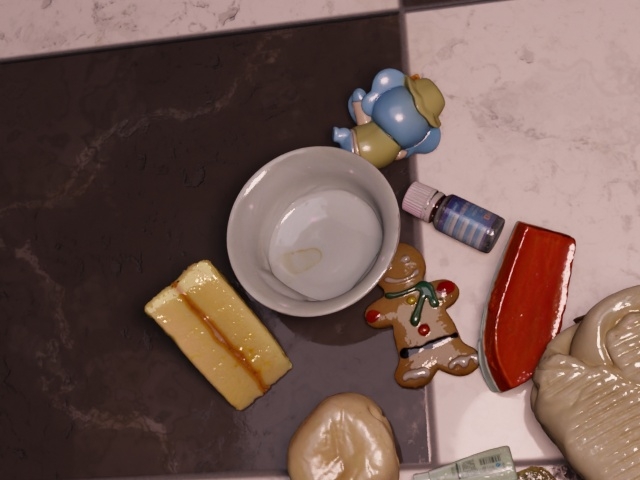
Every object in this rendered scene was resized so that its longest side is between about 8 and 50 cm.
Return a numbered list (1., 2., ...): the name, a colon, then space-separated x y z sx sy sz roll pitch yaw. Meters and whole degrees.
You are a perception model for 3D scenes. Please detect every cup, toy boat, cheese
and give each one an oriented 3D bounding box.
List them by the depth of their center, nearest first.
1. cheese: 0.048 0.407 1.658 0.218 0.117 0.235 18 81 13
2. toy boat: 0.383 0.135 1.678 0.145 0.133 0.331 15 88 -5
3. cup: 0.000 0.000 1.756 0.347 0.163 0.347 -4 72 13

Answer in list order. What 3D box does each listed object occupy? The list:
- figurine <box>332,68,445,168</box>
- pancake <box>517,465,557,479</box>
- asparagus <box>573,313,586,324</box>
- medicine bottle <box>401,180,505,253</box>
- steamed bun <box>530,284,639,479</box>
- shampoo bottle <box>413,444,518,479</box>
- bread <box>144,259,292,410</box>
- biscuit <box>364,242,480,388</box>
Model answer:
1. figurine: 0.134 -0.249 1.821 0.262 0.154 0.179 -22 82 -1
2. pancake: 0.397 0.473 1.626 0.108 0.017 0.108 -3 73 10
3. asparagus: 0.624 0.156 1.652 0.287 0.080 0.080 -1 73 4
4. medicine bottle: 0.266 -0.050 1.771 0.203 0.083 0.083 26 80 17
5. steamed bun: 0.568 0.289 1.524 0.343 0.255 0.367 -33 66 15
6. shampoo bottle: 0.270 0.439 1.645 0.191 0.041 0.069 -15 57 7
7. bread: -0.198 0.188 1.743 0.168 0.163 0.264 -42 72 -4
8. biscuit: 0.189 0.143 1.749 0.197 0.049 0.301 -18 70 2
